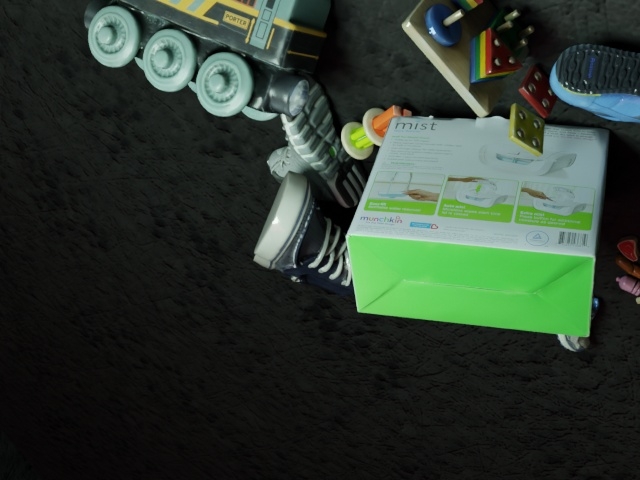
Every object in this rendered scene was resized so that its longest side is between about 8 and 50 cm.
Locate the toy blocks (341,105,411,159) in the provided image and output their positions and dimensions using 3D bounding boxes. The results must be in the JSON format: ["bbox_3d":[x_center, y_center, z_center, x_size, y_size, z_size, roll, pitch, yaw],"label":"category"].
[{"bbox_3d":[0.112,-0.127,1.316,0.123,0.054,0.148,47,143,-15],"label":"toy blocks"}]

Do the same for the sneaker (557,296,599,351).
[{"bbox_3d":[0.346,0.099,1.377,0.058,0.052,0.135,-1,130,35],"label":"sneaker"}]

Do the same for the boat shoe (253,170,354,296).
[{"bbox_3d":[0.000,0.000,1.421,0.158,0.127,0.340,22,174,-2],"label":"boat shoe"}]

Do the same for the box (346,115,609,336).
[{"bbox_3d":[0.186,-0.027,1.168,0.262,0.231,0.127,5,131,15],"label":"box"}]

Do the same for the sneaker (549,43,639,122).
[{"bbox_3d":[0.349,-0.156,1.094,0.209,0.069,0.082,16,173,13],"label":"sneaker"}]

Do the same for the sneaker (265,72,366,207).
[{"bbox_3d":[-0.039,-0.135,1.409,0.132,0.086,0.229,2,132,41],"label":"sneaker"}]

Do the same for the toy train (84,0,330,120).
[{"bbox_3d":[-0.144,-0.273,1.275,0.334,0.142,0.190,26,103,23],"label":"toy train"}]

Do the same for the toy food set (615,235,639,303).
[{"bbox_3d":[0.404,0.040,1.288,0.078,0.019,0.122,-2,129,41],"label":"toy food set"}]

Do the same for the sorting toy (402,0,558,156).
[{"bbox_3d":[0.175,-0.217,1.099,0.274,0.132,0.046,47,141,-14],"label":"sorting toy"}]
